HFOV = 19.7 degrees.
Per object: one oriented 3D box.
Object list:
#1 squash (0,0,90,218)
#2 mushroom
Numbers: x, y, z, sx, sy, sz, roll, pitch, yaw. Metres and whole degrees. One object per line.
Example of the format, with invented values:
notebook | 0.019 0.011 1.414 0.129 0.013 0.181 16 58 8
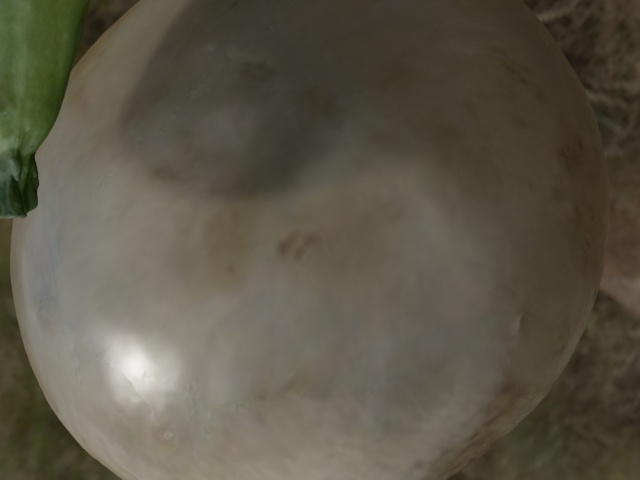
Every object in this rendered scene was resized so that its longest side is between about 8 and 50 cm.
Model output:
squash | -0.145 -0.197 0.846 0.118 0.118 0.370 15 105 33
mushroom | 0.000 0.000 1.093 0.362 0.362 0.294 15 164 33
